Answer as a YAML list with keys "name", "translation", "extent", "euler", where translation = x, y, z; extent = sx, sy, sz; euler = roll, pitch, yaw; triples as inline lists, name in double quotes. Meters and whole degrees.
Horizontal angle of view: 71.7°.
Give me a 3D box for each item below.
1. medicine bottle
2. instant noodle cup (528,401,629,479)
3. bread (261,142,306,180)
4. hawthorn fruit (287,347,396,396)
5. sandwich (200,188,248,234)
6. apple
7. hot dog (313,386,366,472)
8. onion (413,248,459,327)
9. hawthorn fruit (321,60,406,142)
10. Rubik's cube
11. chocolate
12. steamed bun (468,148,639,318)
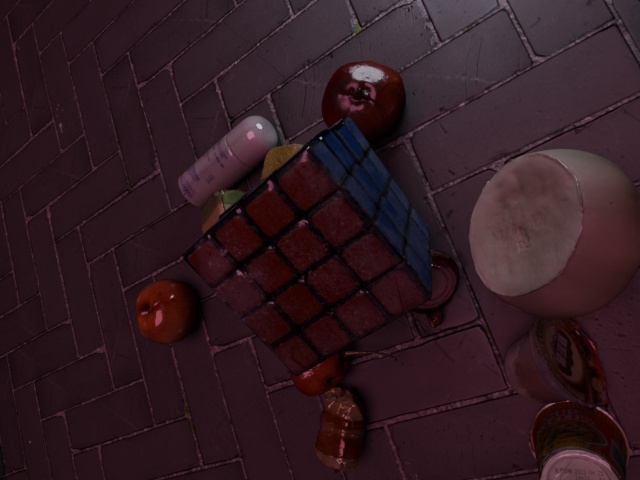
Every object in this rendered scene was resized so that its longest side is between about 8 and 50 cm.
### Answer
- name: "medicine bottle"
  translation: [-0.272, -0.242, 1.337]
  extent: [0.340, 0.130, 0.130]
  euler: [-35, 72, 23]
- name: "instant noodle cup"
  translation: [0.493, 0.428, 0.847]
  extent: [0.193, 0.212, 0.193]
  euler: [-1, 88, 28]
- name: "bread"
  translation: [-0.088, -0.165, 1.251]
  extent: [0.138, 0.102, 0.197]
  euler: [3, 86, 26]
- name: "hawthorn fruit"
  translation: [0.048, 0.295, 1.136]
  extent: [0.285, 0.165, 0.165]
  euler: [-21, 78, 20]
- name: "sandwich"
  translation: [-0.274, -0.043, 1.274]
  extent: [0.198, 0.227, 0.155]
  euler: [-19, 79, 26]
- name: "apple"
  translation: [-0.496, 0.229, 1.418]
  extent: [0.209, 0.164, 0.210]
  euler: [-2, 85, 31]
- name: "hot dog"
  translation: [0.057, 0.488, 1.149]
  extent: [0.146, 0.103, 0.213]
  euler: [11, 83, 49]
- name: "onion"
  translation: [0.243, 0.109, 1.058]
  extent: [0.173, 0.135, 0.198]
  euler: [-18, 118, 6]
- name: "hawthorn fruit"
  translation: [0.103, -0.335, 1.086]
  extent: [0.215, 0.250, 0.216]
  euler: [1, 101, 6]
- name: "Rubik's cube"
  translation: [0.000, 0.000, 0.915]
  extent: [0.343, 0.337, 0.344]
  euler: [-34, 101, 24]
- name: "chocolate"
  translation: [0.466, 0.263, 0.912]
  extent: [0.221, 0.221, 0.147]
  euler: [56, 139, 19]
- name: "steamed bun"
  translation: [0.455, -0.011, 0.856]
  extent: [0.324, 0.206, 0.325]
  euler: [-170, 90, -68]
